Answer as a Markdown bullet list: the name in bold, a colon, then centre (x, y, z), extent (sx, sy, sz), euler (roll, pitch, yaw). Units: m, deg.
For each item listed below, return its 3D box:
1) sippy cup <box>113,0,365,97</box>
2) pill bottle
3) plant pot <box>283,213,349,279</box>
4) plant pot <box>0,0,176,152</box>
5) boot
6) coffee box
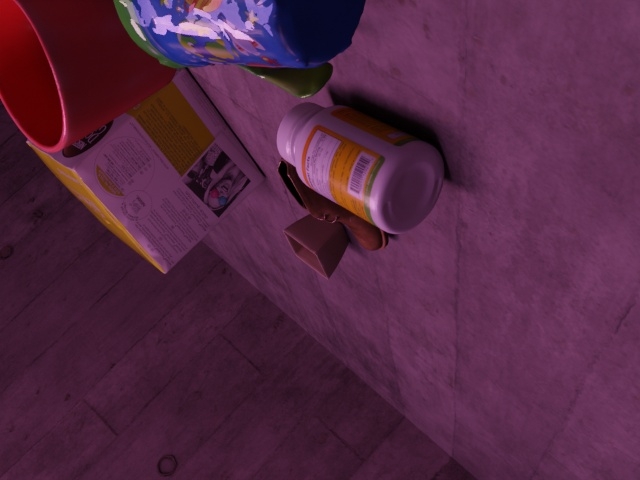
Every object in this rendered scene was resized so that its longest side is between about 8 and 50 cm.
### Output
- **sippy cup**: centre (-0.076, -0.294, 0.895), extent (0.224, 0.240, 0.305), euler (21, -166, 34)
- **pill bottle**: centre (0.049, -0.118, 1.175), extent (0.245, 0.136, 0.136), euler (33, 162, 40)
- **plant pot**: centre (0.000, 0.000, 1.745), extent (0.109, 0.096, 0.109), euler (36, 163, 32)
- **plant pot**: centre (-0.390, -0.315, 1.327), extent (0.275, 0.243, 0.275), euler (32, 136, 36)
- **boot**: centre (0.022, -0.070, 1.449), extent (0.112, 0.115, 0.305), euler (25, 158, 49)
- **coffee box**: centre (-0.410, -0.190, 1.869), extent (0.337, 0.334, 0.338), euler (27, 158, 51)
